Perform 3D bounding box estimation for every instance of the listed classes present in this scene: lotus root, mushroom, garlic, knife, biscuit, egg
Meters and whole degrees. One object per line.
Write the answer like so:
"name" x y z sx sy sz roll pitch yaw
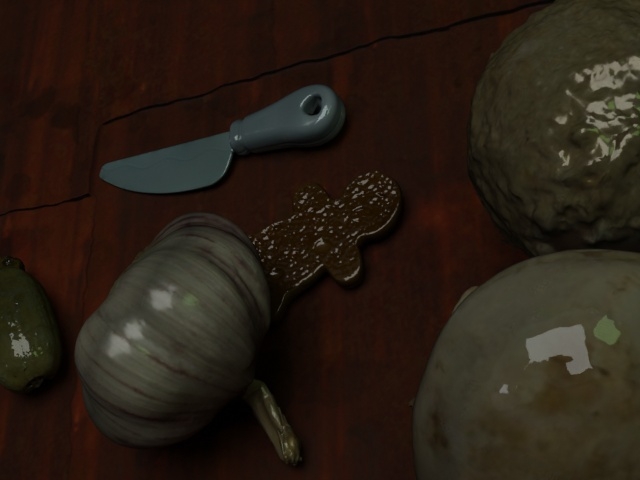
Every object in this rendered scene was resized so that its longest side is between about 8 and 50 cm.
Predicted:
"lotus root" -0.348 0.090 1.334 0.090 0.077 0.183 -28 55 7
"mushroom" 0.208 0.124 0.952 0.298 0.297 0.290 -32 27 5
"garlic" -0.108 0.124 1.149 0.253 0.245 0.245 39 81 1
"knife" -0.122 -0.101 1.373 0.331 0.044 0.080 -17 63 22
"biscuit" 0.000 0.000 1.253 0.205 0.031 0.138 -35 57 4
"egg" 0.257 -0.096 1.028 0.279 0.279 0.310 -9 27 21
